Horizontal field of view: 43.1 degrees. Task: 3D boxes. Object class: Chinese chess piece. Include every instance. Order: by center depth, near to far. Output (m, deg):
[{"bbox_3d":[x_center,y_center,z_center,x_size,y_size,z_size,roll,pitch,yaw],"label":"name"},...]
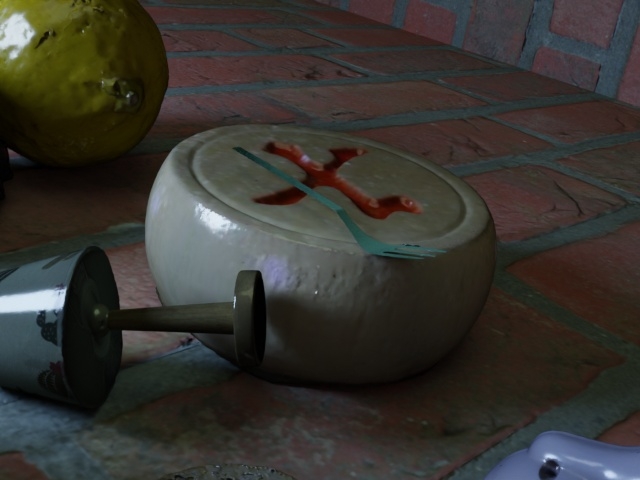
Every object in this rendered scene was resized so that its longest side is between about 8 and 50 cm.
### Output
[{"bbox_3d":[0.000,0.000,0.791,0.338,0.141,0.338,8,24,-4],"label":"Chinese chess piece"}]

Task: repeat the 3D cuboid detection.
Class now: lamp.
[{"bbox_3d":[-0.150,0.064,0.605,0.214,0.121,0.121,-1,24,3],"label":"lamp"}]

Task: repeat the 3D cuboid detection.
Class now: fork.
[{"bbox_3d":[0.004,-0.028,0.671,0.039,0.021,0.235,-10,31,-45],"label":"fork"}]

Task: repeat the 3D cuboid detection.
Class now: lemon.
[{"bbox_3d":[-0.317,-0.212,1.000,0.253,0.254,0.310,-12,34,-40],"label":"lemon"}]

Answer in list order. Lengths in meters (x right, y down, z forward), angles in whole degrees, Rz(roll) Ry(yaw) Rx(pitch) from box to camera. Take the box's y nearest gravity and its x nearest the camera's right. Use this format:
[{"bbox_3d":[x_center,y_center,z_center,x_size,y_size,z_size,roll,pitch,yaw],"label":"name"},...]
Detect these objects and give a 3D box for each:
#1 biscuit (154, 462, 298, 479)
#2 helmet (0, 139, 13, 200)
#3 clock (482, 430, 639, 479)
[{"bbox_3d":[-0.050,0.189,0.498,0.152,0.020,0.152,10,24,-5],"label":"biscuit"},{"bbox_3d":[-0.461,-0.124,0.813,0.270,0.197,0.338,4,26,-8],"label":"helmet"},{"bbox_3d":[0.199,0.190,0.458,0.253,0.189,0.189,9,19,37],"label":"clock"}]
